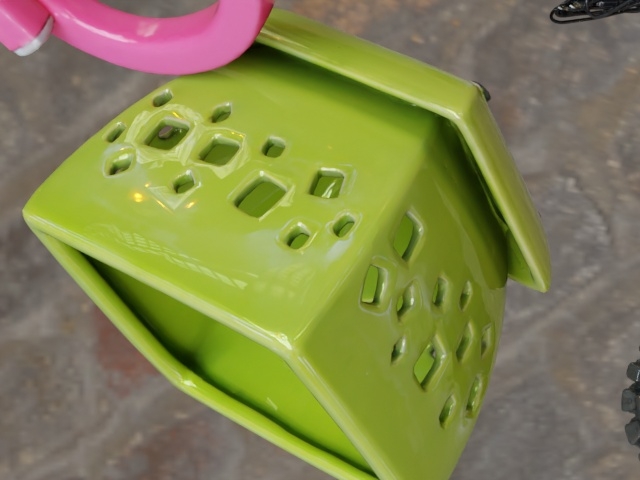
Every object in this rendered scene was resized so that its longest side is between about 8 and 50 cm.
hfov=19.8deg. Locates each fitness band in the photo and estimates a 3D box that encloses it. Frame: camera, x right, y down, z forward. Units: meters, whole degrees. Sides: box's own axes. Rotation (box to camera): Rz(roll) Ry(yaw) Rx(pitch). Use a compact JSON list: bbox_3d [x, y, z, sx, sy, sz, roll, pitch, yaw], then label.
[{"bbox_3d":[-0.151,-0.196,1.010,0.209,0.291,0.054,-17,39,43],"label":"fitness band"}]

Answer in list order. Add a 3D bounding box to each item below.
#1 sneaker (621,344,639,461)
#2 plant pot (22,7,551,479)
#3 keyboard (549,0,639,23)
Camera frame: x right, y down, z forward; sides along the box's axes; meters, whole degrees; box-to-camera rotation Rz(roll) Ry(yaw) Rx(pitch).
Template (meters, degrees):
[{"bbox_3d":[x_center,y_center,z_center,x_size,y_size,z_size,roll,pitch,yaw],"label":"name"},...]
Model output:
[{"bbox_3d":[0.353,0.029,1.214,0.343,0.146,0.134,-48,51,27],"label":"sneaker"},{"bbox_3d":[0.000,0.000,1.110,0.228,0.227,0.207,26,71,35],"label":"plant pot"},{"bbox_3d":[0.169,-0.178,1.261,0.100,0.192,0.038,54,139,40],"label":"keyboard"}]
